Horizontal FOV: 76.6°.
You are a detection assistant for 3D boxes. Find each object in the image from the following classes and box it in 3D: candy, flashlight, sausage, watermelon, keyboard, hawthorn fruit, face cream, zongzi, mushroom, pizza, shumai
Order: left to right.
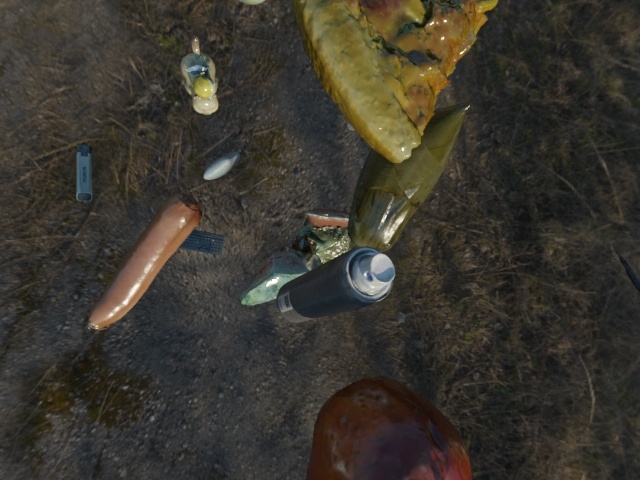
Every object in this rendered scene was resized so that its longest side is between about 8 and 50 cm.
[{"bbox_3d":[-0.308,-0.089,0.529,0.018,0.018,0.083,2,56,-33],"label":"flashlight"},{"bbox_3d":[-0.189,0.023,0.436,0.040,0.047,0.177,35,102,-29],"label":"sausage"},{"bbox_3d":[-0.376,-0.005,1.149,0.198,0.010,0.064,11,102,-9],"label":"keyboard"},{"bbox_3d":[-0.416,-0.317,1.716,0.138,0.174,0.071,-31,106,16],"label":"candy"},{"bbox_3d":[-0.120,0.091,0.983,0.180,0.094,0.081,-37,135,-19],"label":"watermelon"},{"bbox_3d":[-0.075,0.126,1.539,0.243,0.243,0.244,2,81,-14],"label":"mushroom"},{"bbox_3d":[0.001,-0.001,1.726,0.218,0.189,0.256,-26,98,-37],"label":"shumai"},{"bbox_3d":[0.013,0.068,0.572,0.073,0.283,0.073,7,72,-23],"label":"face cream"},{"bbox_3d":[0.043,-0.246,0.414,0.257,0.087,0.268,35,67,-8],"label":"pizza"},{"bbox_3d":[0.081,0.250,0.435,0.179,0.200,0.179,1,88,-26],"label":"hawthorn fruit"},{"bbox_3d":[0.176,-0.117,0.850,0.159,0.360,0.323,19,95,-9],"label":"zongzi"}]

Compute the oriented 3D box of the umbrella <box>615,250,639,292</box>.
[{"bbox_3d":[0.544,0.078,0.690,0.022,0.022,0.149,-17,61,11],"label":"umbrella"}]

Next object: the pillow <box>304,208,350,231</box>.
[{"bbox_3d":[0.028,-0.070,1.392,0.171,0.179,0.075,7,88,-3],"label":"pillow"}]

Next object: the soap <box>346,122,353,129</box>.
[{"bbox_3d":[0.282,-0.392,1.469,0.159,0.258,0.302,-2,59,-55],"label":"soap"}]

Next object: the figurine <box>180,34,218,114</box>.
[{"bbox_3d":[-0.152,-0.206,0.511,0.047,0.050,0.083,-17,89,-13],"label":"figurine"}]

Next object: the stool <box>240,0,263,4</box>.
[{"bbox_3d":[-0.041,-0.464,0.587,0.198,0.195,0.195,7,41,22],"label":"stool"}]
